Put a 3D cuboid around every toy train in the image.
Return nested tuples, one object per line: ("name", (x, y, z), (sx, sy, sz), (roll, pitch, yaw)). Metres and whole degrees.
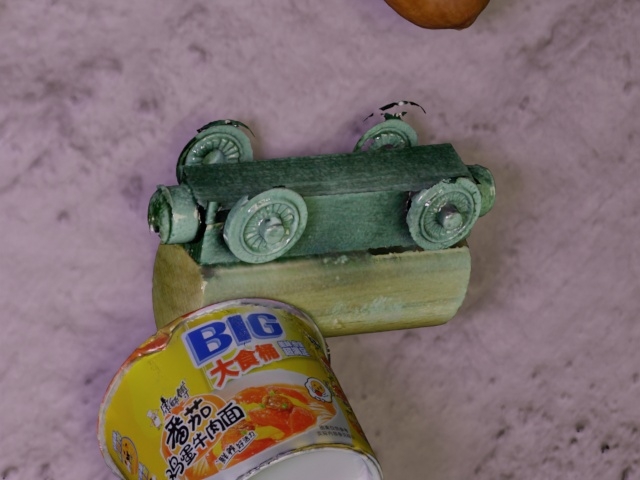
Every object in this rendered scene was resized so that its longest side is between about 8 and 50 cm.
("toy train", (-0.004, -0.003, 1.541), (0.307, 0.126, 0.189), (-6, 132, -30))

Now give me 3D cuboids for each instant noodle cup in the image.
("instant noodle cup", (-0.055, 0.167, 1.458), (0.205, 0.153, 0.205), (-17, 135, -17))

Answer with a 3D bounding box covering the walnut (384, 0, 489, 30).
("walnut", (0.069, -0.260, 1.541), (0.116, 0.116, 0.207), (-42, 108, -19))
